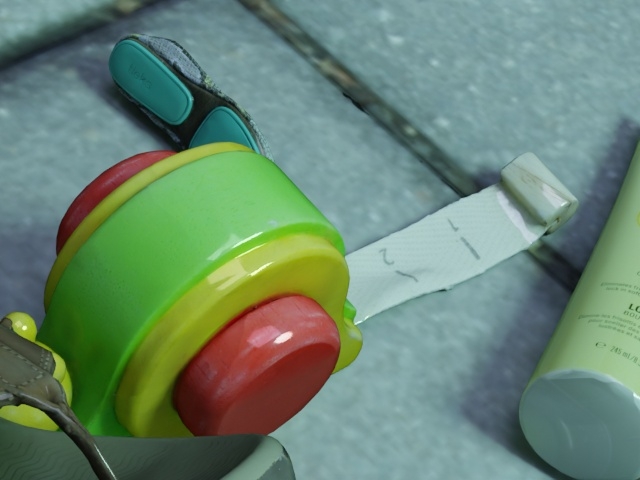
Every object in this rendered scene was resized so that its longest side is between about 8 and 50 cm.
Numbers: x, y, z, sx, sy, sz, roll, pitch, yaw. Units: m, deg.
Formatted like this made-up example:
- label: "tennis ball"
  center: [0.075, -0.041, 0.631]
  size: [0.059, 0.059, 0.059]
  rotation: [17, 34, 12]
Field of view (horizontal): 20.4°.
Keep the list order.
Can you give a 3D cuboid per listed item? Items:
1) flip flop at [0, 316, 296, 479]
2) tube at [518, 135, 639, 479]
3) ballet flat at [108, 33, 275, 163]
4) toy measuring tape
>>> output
- label: "flip flop"
  center: [-0.132, 0.058, 0.557]
  size: [0.277, 0.080, 0.112]
  rotation: [10, 29, 40]
- label: "tube"
  center: [0.157, 0.014, 0.812]
  size: [0.070, 0.062, 0.240]
  rotation: [62, 38, -18]
- label: "ballet flat"
  center: [-0.049, -0.054, 0.810]
  size: [0.041, 0.041, 0.114]
  rotation: [-26, 63, -37]
- label: "toy measuring tape"
  center: [0.000, 0.000, 0.724]
  size: [0.330, 0.121, 0.121]
  rotation: [-23, 60, -35]
